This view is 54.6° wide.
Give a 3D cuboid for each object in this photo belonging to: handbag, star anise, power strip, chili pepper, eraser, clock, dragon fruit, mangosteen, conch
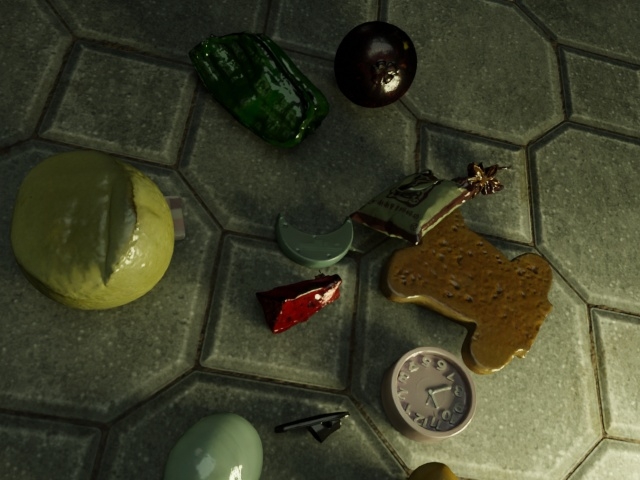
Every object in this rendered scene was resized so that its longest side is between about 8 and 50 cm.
[{"bbox_3d":[0.222,-0.081,1.466,0.235,0.127,0.213,-33,32,-27],"label":"handbag"},{"bbox_3d":[0.452,-0.173,1.674,0.190,0.070,0.097,-14,94,-23],"label":"star anise"},{"bbox_3d":[0.000,0.000,1.469,0.215,0.044,0.137,4,62,-12],"label":"power strip"},{"bbox_3d":[-0.149,-0.395,1.567,0.385,0.213,0.167,42,18,5],"label":"chili pepper"},{"bbox_3d":[-0.345,-0.050,1.413,0.065,0.026,0.105,-6,64,-15],"label":"eraser"},{"bbox_3d":[0.234,0.332,1.342,0.196,0.068,0.197,6,62,-12],"label":"clock"},{"bbox_3d":[-0.042,0.109,1.362,0.192,0.122,0.092,-22,55,-22],"label":"dragon fruit"},{"bbox_3d":[0.141,-0.479,1.680,0.228,0.228,0.265,5,24,-12],"label":"mangosteen"},{"bbox_3d":[-0.190,0.423,1.165,0.185,0.121,0.221,45,51,-24],"label":"conch"}]

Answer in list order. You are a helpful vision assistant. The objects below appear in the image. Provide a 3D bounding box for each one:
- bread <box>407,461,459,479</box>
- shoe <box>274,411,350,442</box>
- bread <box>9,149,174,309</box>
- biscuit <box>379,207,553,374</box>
[{"bbox_3d":[0.242,0.538,1.187,0.098,0.147,0.217,-25,66,-40],"label":"bread"},{"bbox_3d":[-0.015,0.384,1.255,0.159,0.062,0.053,-5,77,-18],"label":"shoe"},{"bbox_3d":[-0.451,-0.019,1.257,0.320,0.237,0.321,-1,63,2],"label":"bread"},{"bbox_3d":[0.349,0.115,1.490,0.394,0.076,0.368,32,59,7],"label":"biscuit"}]
